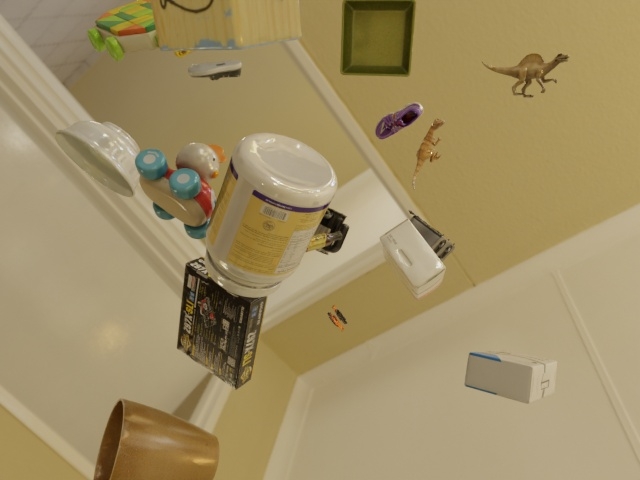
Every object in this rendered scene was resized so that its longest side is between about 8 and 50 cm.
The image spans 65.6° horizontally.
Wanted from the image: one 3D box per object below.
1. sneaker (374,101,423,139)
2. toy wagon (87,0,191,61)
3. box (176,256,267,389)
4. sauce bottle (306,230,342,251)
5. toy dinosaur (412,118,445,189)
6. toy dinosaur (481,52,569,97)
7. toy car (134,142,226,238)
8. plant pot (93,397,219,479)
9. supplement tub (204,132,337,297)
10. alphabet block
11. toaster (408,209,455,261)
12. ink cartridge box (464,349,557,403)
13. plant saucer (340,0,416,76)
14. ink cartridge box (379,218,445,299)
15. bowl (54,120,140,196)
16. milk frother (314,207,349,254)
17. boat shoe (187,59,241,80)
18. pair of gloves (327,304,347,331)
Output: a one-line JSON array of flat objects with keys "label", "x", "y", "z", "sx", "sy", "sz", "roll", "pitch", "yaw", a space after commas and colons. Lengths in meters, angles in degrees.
[{"label": "sneaker", "x": 0.236, "y": -0.366, "z": 1.531, "sx": 0.170, "sy": 0.068, "sz": 0.071, "roll": -31, "pitch": -162, "yaw": 33}, {"label": "toy wagon", "x": -0.409, "y": -0.529, "z": 1.231, "sx": 0.267, "sy": 0.068, "sz": 0.344, "roll": -35, "pitch": -134, "yaw": -24}, {"label": "box", "x": -0.298, "y": 0.244, "z": 1.464, "sx": 0.079, "sy": 0.257, "sz": 0.321, "roll": -25, "pitch": 134, "yaw": -52}, {"label": "sauce bottle", "x": 0.000, "y": 0.000, "z": 1.383, "sx": 0.128, "sy": 0.042, "sz": 0.042, "roll": -18, "pitch": -176, "yaw": -29}, {"label": "toy dinosaur", "x": 0.279, "y": -0.229, "z": 1.357, "sx": 0.112, "sy": 0.064, "sz": 0.211, "roll": 21, "pitch": 88, "yaw": -63}, {"label": "toy dinosaur", "x": 0.456, "y": -0.368, "z": 1.105, "sx": 0.183, "sy": 0.092, "sz": 0.053, "roll": 4, "pitch": -175, "yaw": 35}, {"label": "toy car", "x": -0.323, "y": -0.171, "z": 1.301, "sx": 0.238, "sy": 0.210, "sz": 0.219, "roll": -52, "pitch": 163, "yaw": -27}, {"label": "plant pot", "x": -0.386, "y": 0.524, "z": 1.202, "sx": 0.237, "sy": 0.255, "sz": 0.237, "roll": -42, "pitch": -142, "yaw": 45}, {"label": "supplement tub", "x": -0.127, "y": -0.052, "z": 1.151, "sx": 0.331, "sy": 0.241, "sz": 0.241, "roll": -62, "pitch": 180, "yaw": 34}, {"label": "alphabet block", "x": -0.162, "y": -0.437, "z": 0.845, "sx": 0.193, "sy": 0.196, "sz": 0.193, "roll": 10, "pitch": -150, "yaw": 28}, {"label": "toaster", "x": 0.410, "y": -0.006, "z": 1.938, "sx": 0.110, "sy": 0.168, "sz": 0.186, "roll": -52, "pitch": -125, "yaw": 7}, {"label": "ink cartridge box", "x": 0.455, "y": 0.316, "z": 1.179, "sx": 0.148, "sy": 0.203, "sz": 0.085, "roll": 5, "pitch": -94, "yaw": 39}, {"label": "plant saucer", "x": 0.151, "y": -0.533, "z": 1.309, "sx": 0.189, "sy": 0.188, "sz": 0.045, "roll": 6, "pitch": -158, "yaw": 11}, {"label": "ink cartridge box", "x": 0.306, "y": 0.072, "z": 1.654, "sx": 0.117, "sy": 0.207, "sz": 0.283, "roll": -35, "pitch": 163, "yaw": 0}, {"label": "bowl", "x": -0.683, "y": -0.285, "z": 1.597, "sx": 0.298, "sy": 0.298, "sz": 0.134, "roll": -12, "pitch": -138, "yaw": 59}, {"label": "milk frother", "x": -0.001, "y": -0.038, "z": 1.492, "sx": 0.134, "sy": 0.143, "sz": 0.129, "roll": -65, "pitch": -155, "yaw": 4}, {"label": "boat shoe", "x": -0.273, "y": -0.439, "z": 1.298, "sx": 0.142, "sy": 0.040, "sz": 0.049, "roll": -15, "pitch": -134, "yaw": -19}, {"label": "pair of gloves", "x": 0.053, "y": 0.246, "z": 1.571, "sx": 0.010, "sy": 0.074, "sz": 0.083, "roll": -39, "pitch": -179, "yaw": 22}]
